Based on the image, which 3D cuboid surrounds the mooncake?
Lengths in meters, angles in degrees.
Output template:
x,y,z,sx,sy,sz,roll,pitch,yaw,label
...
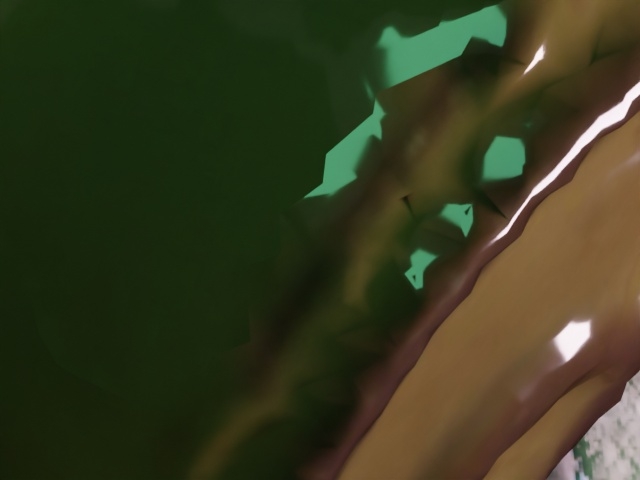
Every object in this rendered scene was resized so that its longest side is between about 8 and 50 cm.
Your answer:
x,y,z,sx,sy,sz,roll,pitch,yaw,label
0.000,0.000,0.608,0.246,0.393,0.394,39,97,16,mooncake
